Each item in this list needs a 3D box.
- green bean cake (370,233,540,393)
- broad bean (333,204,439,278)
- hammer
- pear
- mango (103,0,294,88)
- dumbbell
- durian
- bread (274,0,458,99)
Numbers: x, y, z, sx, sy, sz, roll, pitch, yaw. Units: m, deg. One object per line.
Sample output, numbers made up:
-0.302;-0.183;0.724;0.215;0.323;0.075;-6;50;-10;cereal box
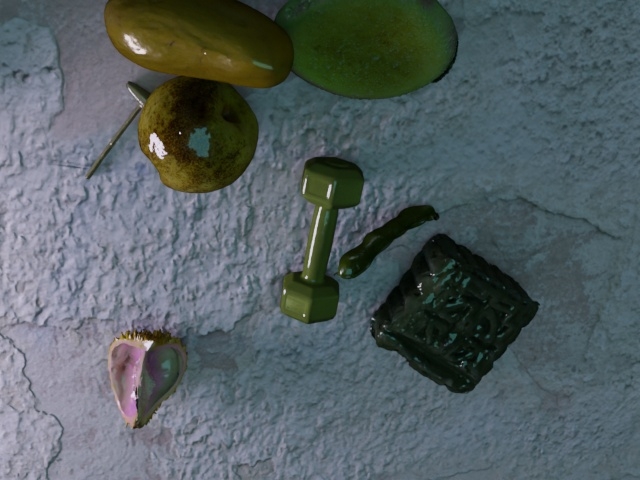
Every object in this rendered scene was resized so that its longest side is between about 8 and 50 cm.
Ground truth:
0.249;0.147;1.587;0.241;0.132;0.255;33;104;-20;green bean cake
0.119;-0.004;1.501;0.256;0.052;0.052;-33;94;-32;broad bean
-0.363;-0.187;1.445;0.060;0.028;0.195;38;105;-12;hammer
-0.209;-0.173;1.380;0.198;0.197;0.197;-2;111;-5;pear
-0.185;-0.321;1.297;0.332;0.195;0.142;18;118;12;mango
0.000;0.000;1.502;0.121;0.108;0.301;21;112;23;dumbbell
-0.333;0.246;1.561;0.165;0.132;0.182;-17;116;9;durian
0.072;-0.311;1.340;0.302;0.045;0.301;5;155;3;bread
